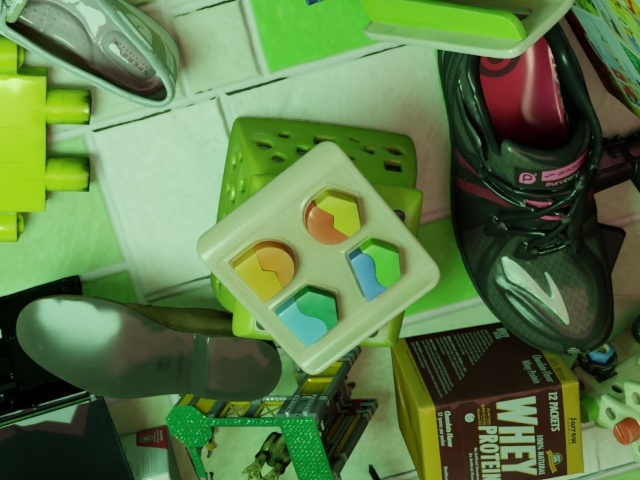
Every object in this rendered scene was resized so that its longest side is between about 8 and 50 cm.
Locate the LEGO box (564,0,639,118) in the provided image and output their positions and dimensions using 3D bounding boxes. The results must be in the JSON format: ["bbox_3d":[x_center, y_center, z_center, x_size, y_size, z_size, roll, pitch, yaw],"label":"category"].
[{"bbox_3d":[0.369,-0.275,1.570,0.193,0.500,0.372,-33,112,4],"label":"LEGO box"}]

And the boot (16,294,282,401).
[{"bbox_3d":[-0.201,0.118,1.806,0.305,0.115,0.112,11,107,-10],"label":"boot"}]

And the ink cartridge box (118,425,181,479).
[{"bbox_3d":[-0.262,0.331,1.932,0.176,0.128,0.127,-12,113,-2],"label":"ink cartridge box"}]

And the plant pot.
[{"bbox_3d":[0.000,0.000,1.792,0.227,0.207,0.228,5,110,-9],"label":"plant pot"}]

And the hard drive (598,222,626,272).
[{"bbox_3d":[0.319,0.038,1.950,0.094,0.022,0.135,13,110,-13],"label":"hard drive"}]

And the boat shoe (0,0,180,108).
[{"bbox_3d":[-0.292,-0.254,1.703,0.320,0.103,0.118,36,103,-20],"label":"boat shoe"}]

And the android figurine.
[{"bbox_3d":[-0.400,-0.116,1.772,0.273,0.056,0.248,2,112,-10],"label":"android figurine"}]

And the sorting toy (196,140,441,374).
[{"bbox_3d":[0.000,0.025,1.668,0.193,0.038,0.208,-37,111,8],"label":"sorting toy"}]

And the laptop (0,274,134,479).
[{"bbox_3d":[-0.363,0.211,1.855,0.234,0.264,0.136,-17,148,-1],"label":"laptop"}]

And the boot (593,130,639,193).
[{"bbox_3d":[0.371,-0.077,1.898,0.099,0.045,0.121,-17,106,-3],"label":"boot"}]

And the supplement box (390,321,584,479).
[{"bbox_3d":[0.202,0.203,1.909,0.194,0.191,0.129,-9,113,-5],"label":"supplement box"}]

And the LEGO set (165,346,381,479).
[{"bbox_3d":[-0.030,0.266,1.944,0.255,0.192,0.331,-13,113,30],"label":"LEGO set"}]

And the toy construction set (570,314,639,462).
[{"bbox_3d":[0.433,0.190,1.904,0.328,0.215,0.151,-10,138,-44],"label":"toy construction set"}]

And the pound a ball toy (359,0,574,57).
[{"bbox_3d":[0.127,-0.313,1.579,0.136,0.319,0.208,-44,120,-18],"label":"pound a ball toy"}]

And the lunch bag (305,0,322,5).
[{"bbox_3d":[-0.009,-0.317,1.736,0.065,0.067,0.098,-21,111,0],"label":"lunch bag"}]

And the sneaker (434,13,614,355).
[{"bbox_3d":[0.235,-0.073,1.782,0.185,0.202,0.482,-18,108,1],"label":"sneaker"}]
